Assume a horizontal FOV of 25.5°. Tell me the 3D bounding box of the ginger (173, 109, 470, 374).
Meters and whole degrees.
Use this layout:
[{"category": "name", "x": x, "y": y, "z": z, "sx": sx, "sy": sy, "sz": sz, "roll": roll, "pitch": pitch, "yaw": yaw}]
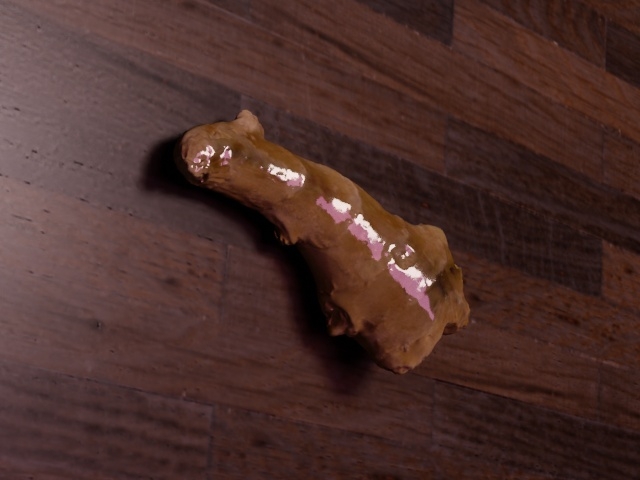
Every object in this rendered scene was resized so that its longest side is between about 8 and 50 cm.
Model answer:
[{"category": "ginger", "x": 0.000, "y": 0.000, "z": 1.114, "sx": 0.294, "sy": 0.086, "sz": 0.131, "roll": 33, "pitch": 69, "yaw": -27}]
